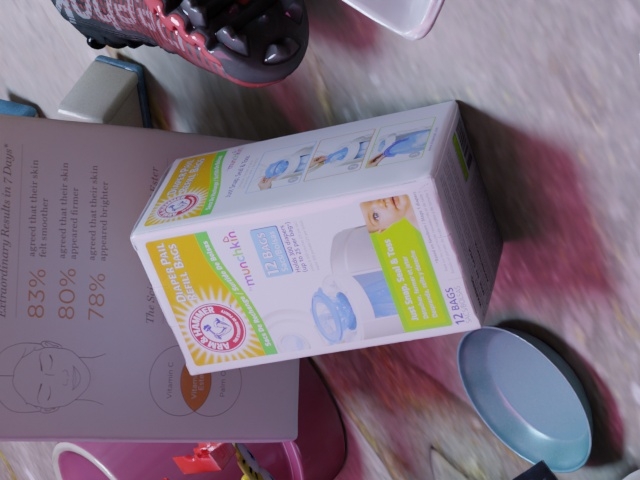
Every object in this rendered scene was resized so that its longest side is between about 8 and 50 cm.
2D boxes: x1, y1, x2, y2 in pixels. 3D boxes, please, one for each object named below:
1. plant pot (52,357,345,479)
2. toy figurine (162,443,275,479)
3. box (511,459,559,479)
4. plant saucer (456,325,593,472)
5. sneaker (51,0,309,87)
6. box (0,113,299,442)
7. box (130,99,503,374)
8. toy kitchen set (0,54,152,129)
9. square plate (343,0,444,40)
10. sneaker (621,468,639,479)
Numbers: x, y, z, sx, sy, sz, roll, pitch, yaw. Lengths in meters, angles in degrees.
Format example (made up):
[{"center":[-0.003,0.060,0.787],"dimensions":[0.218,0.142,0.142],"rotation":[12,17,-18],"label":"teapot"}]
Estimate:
[{"center":[-0.111,0.167,1.605],"dimensions":[0.201,0.180,0.201],"rotation":[37,147,29],"label":"plant pot"},{"center":[0.038,0.306,1.411],"dimensions":[0.217,0.191,0.362],"rotation":[-12,116,43],"label":"toy figurine"},{"center":[0.170,0.256,1.320],"dimensions":[0.147,0.077,0.180],"rotation":[53,171,33],"label":"box"},{"center":[0.143,0.103,1.331],"dimensions":[0.119,0.021,0.119],"rotation":[35,145,29],"label":"plant saucer"},{"center":[-0.109,-0.174,1.323],"dimensions":[0.276,0.097,0.135],"rotation":[40,148,27],"label":"sneaker"},{"center":[-0.199,0.030,1.360],"dimensions":[0.168,0.345,0.215],"rotation":[-4,83,57],"label":"box"},{"center":[0.000,0.000,1.249],"dimensions":[0.203,0.103,0.114],"rotation":[-10,118,19],"label":"box"},{"center":[-0.223,-0.095,1.591],"dimensions":[0.207,0.122,0.166],"rotation":[14,136,21],"label":"toy kitchen set"},{"center":[-0.010,-0.326,0.952],"dimensions":[0.347,0.049,0.344],"rotation":[36,120,27],"label":"square plate"},{"center":[0.266,0.167,1.126],"dimensions":[0.152,0.114,0.305],"rotation":[53,151,-1],"label":"sneaker"}]
